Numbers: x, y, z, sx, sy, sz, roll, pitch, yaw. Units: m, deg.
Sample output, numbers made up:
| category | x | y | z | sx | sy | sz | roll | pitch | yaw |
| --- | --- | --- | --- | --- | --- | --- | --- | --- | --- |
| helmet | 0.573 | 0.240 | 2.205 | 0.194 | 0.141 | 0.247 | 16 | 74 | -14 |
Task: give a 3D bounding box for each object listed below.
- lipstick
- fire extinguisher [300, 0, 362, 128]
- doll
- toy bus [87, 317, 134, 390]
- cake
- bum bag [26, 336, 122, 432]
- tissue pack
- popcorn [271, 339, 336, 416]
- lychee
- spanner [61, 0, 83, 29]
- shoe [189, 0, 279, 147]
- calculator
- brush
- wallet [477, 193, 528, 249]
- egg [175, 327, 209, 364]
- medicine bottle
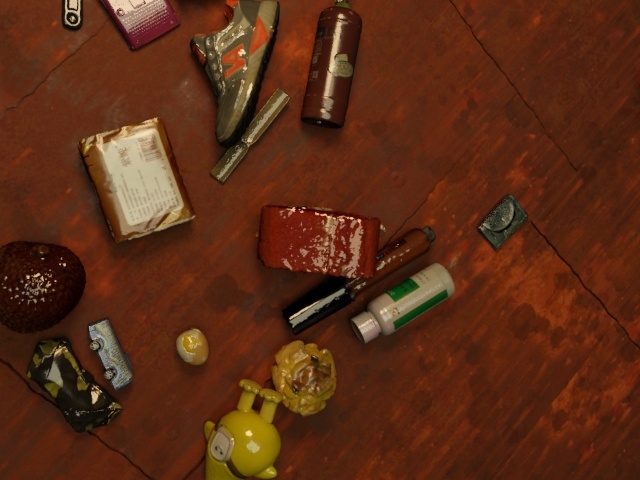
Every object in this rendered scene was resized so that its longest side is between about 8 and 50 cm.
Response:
| category | x | y | z | sx | sy | sz | roll | pitch | yaw |
| --- | --- | --- | --- | --- | --- | --- | --- | --- | --- |
| lipstick | 0.096 | 0.087 | 1.493 | 0.418 | 0.077 | 0.077 | -32 | 101 | -14 |
| fire extinguisher | 0.033 | -0.432 | 1.410 | 0.102 | 0.138 | 0.344 | 11 | 92 | 4 |
| doll | -0.186 | 0.490 | 1.417 | 0.199 | 0.145 | 0.363 | 21 | 98 | 23 |
| toy bus | -0.451 | 0.242 | 1.355 | 0.061 | 0.051 | 0.153 | -25 | 100 | -19 |
| cake | 0.000 | 0.000 | 1.397 | 0.282 | 0.177 | 0.151 | 5 | 90 | 4 |
| bum bag | -0.523 | 0.306 | 1.331 | 0.106 | 0.060 | 0.233 | -40 | 106 | -20 |
| tissue pack | -0.383 | -0.126 | 1.330 | 0.183 | 0.092 | 0.226 | -20 | 100 | -14 |
| popcorn | -0.034 | 0.309 | 1.436 | 0.148 | 0.152 | 0.167 | -18 | 74 | -15 |
| lychee | -0.561 | 0.090 | 1.247 | 0.194 | 0.194 | 0.195 | -1 | 94 | -16 |
| spanner | -0.503 | -0.595 | 1.301 | 0.087 | 0.024 | 0.316 | 0 | 94 | -24 |
| shoe | -0.203 | -0.373 | 1.346 | 0.170 | 0.132 | 0.337 | 16 | 81 | -4 |
| calculator | -0.395 | -0.513 | 1.326 | 0.126 | 0.034 | 0.191 | -34 | 107 | -10 |
| brush | -0.157 | -0.235 | 1.422 | 0.043 | 0.036 | 0.248 | 38 | 90 | -11 |
| wallet | 0.468 | -0.049 | 1.619 | 0.129 | 0.026 | 0.088 | -45 | 105 | -10 |
| egg | -0.279 | 0.237 | 1.394 | 0.071 | 0.071 | 0.083 | -25 | 101 | -14 |
| medicine bottle | 0.196 | 0.153 | 1.517 | 0.260 | 0.095 | 0.095 | -30 | 101 | -14 |
